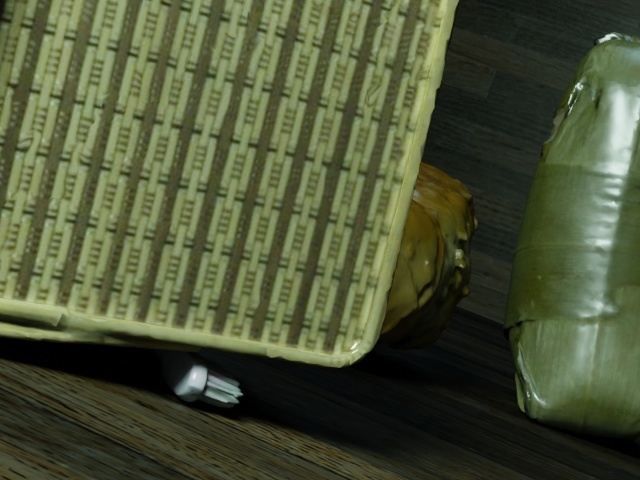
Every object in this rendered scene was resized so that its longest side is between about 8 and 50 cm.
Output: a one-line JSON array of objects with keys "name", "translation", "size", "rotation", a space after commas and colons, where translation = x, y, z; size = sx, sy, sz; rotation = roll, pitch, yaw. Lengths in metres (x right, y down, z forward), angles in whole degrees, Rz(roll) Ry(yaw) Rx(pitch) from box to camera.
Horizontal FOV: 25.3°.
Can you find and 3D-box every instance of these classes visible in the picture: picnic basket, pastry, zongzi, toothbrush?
[{"name": "picnic basket", "translation": [-0.115, -0.075, 0.682], "size": [0.313, 0.228, 0.175], "rotation": [13, 3, -25]}, {"name": "pastry", "translation": [0.000, 0.000, 1.186], "size": [0.255, 0.161, 0.311], "rotation": [32, 16, 22]}, {"name": "zongzi", "translation": [0.285, 0.003, 1.358], "size": [0.174, 0.356, 0.393], "rotation": [11, -3, 14]}, {"name": "toothbrush", "translation": [-0.104, 0.045, 0.829], "size": [0.029, 0.024, 0.354], "rotation": [26, 0, -20]}]
